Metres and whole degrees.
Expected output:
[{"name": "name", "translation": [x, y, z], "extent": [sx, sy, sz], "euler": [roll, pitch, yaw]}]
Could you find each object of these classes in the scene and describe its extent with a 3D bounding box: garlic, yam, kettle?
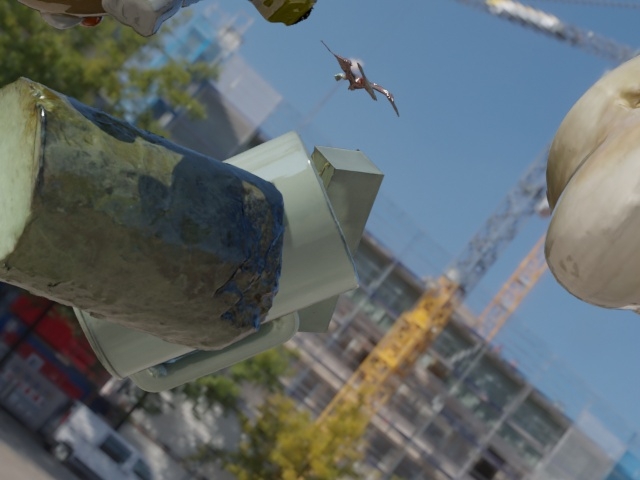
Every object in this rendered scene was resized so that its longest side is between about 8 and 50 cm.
[{"name": "garlic", "translation": [0.262, -0.038, 0.744], "extent": [0.185, 0.281, 0.203], "euler": [55, -44, 34]}, {"name": "yam", "translation": [-0.185, -0.014, 1.151], "extent": [0.300, 0.195, 0.195], "euler": [23, -1, -34]}, {"name": "kettle", "translation": [-0.131, 0.030, 1.468], "extent": [0.265, 0.318, 0.205], "euler": [79, -13, -75]}]

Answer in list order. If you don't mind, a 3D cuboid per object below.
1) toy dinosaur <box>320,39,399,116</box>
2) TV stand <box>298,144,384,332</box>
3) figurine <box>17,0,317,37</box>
[{"name": "toy dinosaur", "translation": [0.067, -0.281, 2.129], "extent": [0.220, 0.032, 0.108], "euler": [36, -4, -31]}, {"name": "TV stand", "translation": [0.000, 0.000, 1.768], "extent": [0.088, 0.270, 0.083], "euler": [7, 27, -29]}, {"name": "figurine", "translation": [-0.168, -0.280, 1.124], "extent": [0.342, 0.284, 0.167], "euler": [-154, -118, -63]}]
